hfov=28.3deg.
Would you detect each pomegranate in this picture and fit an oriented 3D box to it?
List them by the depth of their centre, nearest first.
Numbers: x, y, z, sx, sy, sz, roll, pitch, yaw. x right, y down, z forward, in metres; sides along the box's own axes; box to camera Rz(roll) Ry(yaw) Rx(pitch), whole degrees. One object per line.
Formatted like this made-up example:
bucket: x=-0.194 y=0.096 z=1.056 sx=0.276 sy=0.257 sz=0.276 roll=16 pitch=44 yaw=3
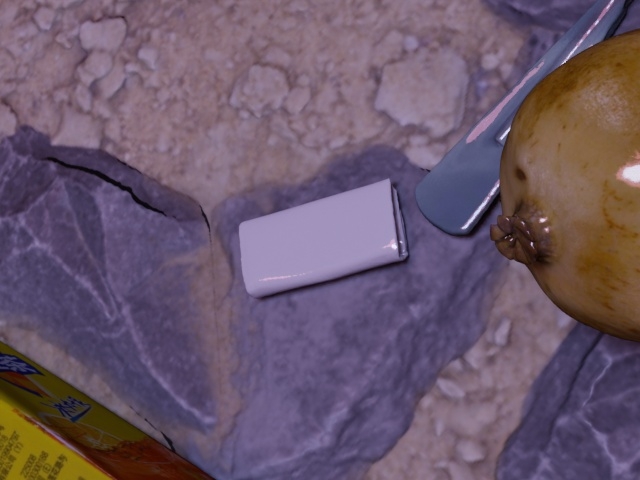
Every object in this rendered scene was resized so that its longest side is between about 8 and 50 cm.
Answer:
pomegranate: x=0.185 y=-0.029 z=0.736 sx=0.196 sy=0.196 sz=0.196 roll=-7 pitch=74 yaw=24

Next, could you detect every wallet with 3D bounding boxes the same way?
wallet: x=0.000 y=0.000 z=0.905 sx=0.122 sy=0.025 sz=0.061 roll=-16 pitch=72 yaw=22

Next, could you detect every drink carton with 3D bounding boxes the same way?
drink carton: x=-0.226 y=0.150 z=0.902 sx=0.351 sy=0.154 sz=0.111 roll=27 pitch=90 yaw=29

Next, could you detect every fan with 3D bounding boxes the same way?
fan: x=0.162 y=-0.123 z=0.861 sx=0.282 sy=0.023 sz=0.057 roll=-52 pitch=53 yaw=5
